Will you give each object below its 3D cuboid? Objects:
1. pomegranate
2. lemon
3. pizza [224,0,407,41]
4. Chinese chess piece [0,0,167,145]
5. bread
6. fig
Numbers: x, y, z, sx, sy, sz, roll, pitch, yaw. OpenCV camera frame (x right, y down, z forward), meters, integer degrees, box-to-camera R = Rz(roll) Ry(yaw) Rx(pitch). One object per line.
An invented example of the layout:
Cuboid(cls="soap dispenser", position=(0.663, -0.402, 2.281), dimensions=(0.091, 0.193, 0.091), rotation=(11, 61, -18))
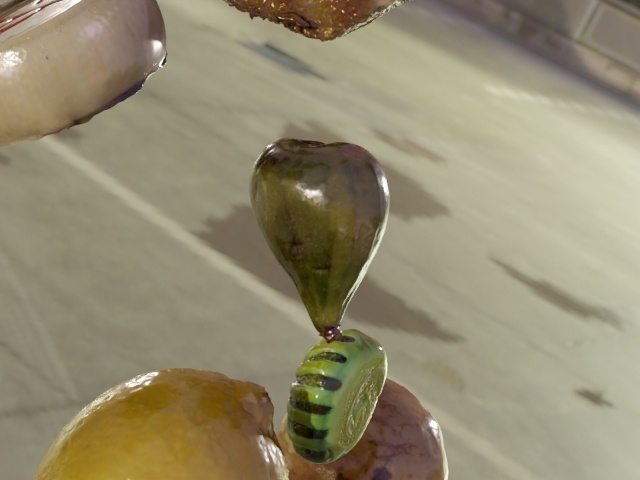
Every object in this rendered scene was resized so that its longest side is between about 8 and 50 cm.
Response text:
Cuboid(cls="pomegranate", position=(0.051, 0.274, 1.858), dimensions=(0.215, 0.215, 0.215), rotation=(25, 14, -7))
Cuboid(cls="lemon", position=(-0.154, 0.249, 1.423), dimensions=(0.263, 0.236, 0.236), rotation=(-31, 48, -26))
Cuboid(cls="pizza", position=(-0.007, -0.320, 1.748), dimensions=(0.071, 0.297, 0.189), rotation=(114, -47, -85))
Cuboid(cls="Chinese chess piece", position=(-0.273, -0.182, 1.500), dimensions=(0.250, 0.250, 0.103), rotation=(-116, -178, -68))
Cuboid(cls="bread", position=(0.012, 0.157, 1.548), dimensions=(0.071, 0.139, 0.130), rotation=(19, 16, 23))
Cuboid(cls="fig", position=(0.003, -0.010, 1.447), dimensions=(0.133, 0.185, 0.126), rotation=(-1, 29, 12))
